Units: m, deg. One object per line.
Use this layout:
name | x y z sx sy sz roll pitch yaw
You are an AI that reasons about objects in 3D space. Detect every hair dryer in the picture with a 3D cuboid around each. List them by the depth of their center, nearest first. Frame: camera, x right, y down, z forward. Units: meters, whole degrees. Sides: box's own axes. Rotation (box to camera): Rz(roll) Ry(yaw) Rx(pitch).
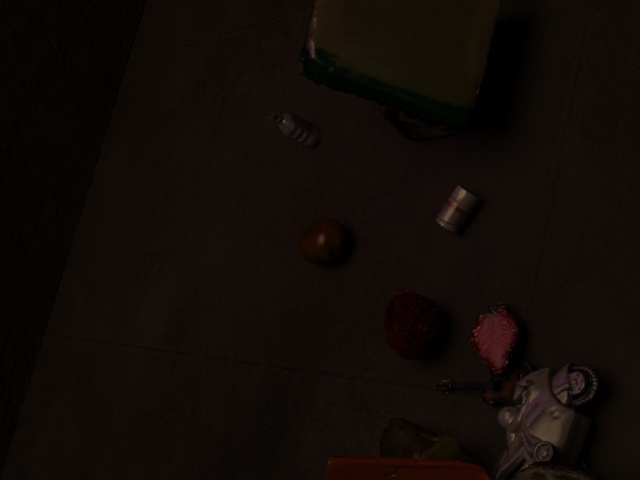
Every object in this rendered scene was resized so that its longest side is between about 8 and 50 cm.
hair dryer | 0.284 0.414 1.707 0.154 0.054 0.106 1 67 55

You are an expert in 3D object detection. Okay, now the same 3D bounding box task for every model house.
model house | 0.151 -0.387 2.041 0.342 0.382 0.334 117 168 -78

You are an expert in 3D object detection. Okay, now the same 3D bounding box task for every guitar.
guitar | 0.301 0.269 1.776 0.233 0.025 0.088 -10 63 49

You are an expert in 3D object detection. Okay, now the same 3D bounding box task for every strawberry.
strawberry | 0.325 0.182 1.771 0.104 0.048 0.152 -25 47 30
strawberry | 0.172 0.165 1.886 0.131 0.148 0.131 -28 51 42

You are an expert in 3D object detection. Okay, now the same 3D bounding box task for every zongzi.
zongzi | 0.139 0.450 1.751 0.256 0.115 0.228 -54 19 -12

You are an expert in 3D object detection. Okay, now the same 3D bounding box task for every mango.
mango | -0.001 0.004 2.236 0.163 0.089 0.111 -17 47 56

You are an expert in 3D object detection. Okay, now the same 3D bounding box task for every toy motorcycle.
toy motorcycle | 0.363 0.316 1.610 0.171 0.110 0.260 16 80 54

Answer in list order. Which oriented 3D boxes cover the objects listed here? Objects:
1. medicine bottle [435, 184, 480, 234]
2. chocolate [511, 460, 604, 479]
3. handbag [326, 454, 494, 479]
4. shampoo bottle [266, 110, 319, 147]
medicine bottle | 0.277 -0.062 1.954 0.089 0.057 0.057 -57 38 11
chocolate | 0.384 0.454 1.482 0.157 0.080 0.253 -3 98 45
handbag | 0.138 0.561 1.569 0.116 0.304 0.409 81 -168 -80
shampoo bottle | -0.074 -0.289 2.422 0.045 0.152 0.077 -44 41 29
